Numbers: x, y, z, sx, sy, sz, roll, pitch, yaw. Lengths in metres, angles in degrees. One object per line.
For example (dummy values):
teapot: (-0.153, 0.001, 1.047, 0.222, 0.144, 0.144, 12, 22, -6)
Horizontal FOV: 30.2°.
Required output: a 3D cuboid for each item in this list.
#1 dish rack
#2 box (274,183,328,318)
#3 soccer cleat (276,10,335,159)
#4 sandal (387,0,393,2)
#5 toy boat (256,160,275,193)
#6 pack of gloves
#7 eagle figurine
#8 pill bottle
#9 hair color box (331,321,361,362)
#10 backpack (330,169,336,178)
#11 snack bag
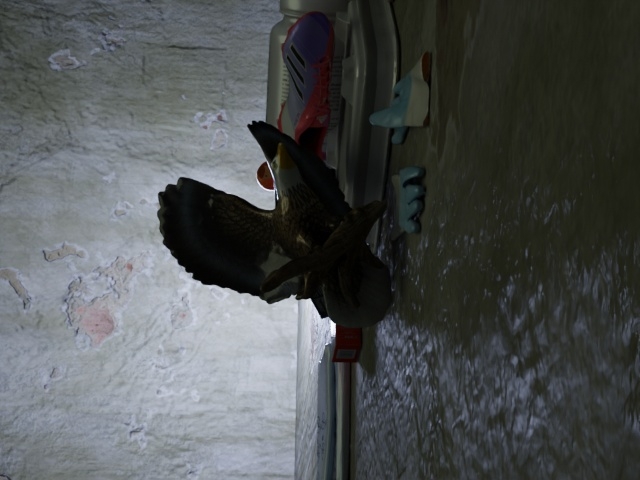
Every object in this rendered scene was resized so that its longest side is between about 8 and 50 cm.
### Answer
dish rack: (0.054, -0.177, 1.694, 0.285, 0.072, 0.332, -95, 7, -55)
box: (0.000, 0.000, 1.785, 0.147, 0.078, 0.180, -93, -20, -51)
soccer cleat: (-0.011, -0.217, 1.701, 0.095, 0.083, 0.248, 55, 151, 30)
sandal: (0.068, -0.407, 1.528, 0.240, 0.079, 0.088, 99, 172, -59)
toy boat: (-0.058, -0.116, 2.265, 0.151, 0.151, 0.231, -39, -45, -42)
pack of gloves: (0.084, -0.102, 1.374, 0.232, 0.046, 0.195, 153, 120, -86)
eagle figurine: (-0.041, -0.029, 1.514, 0.298, 0.226, 0.225, 20, 98, 55)
pill bottle: (-0.004, -0.267, 1.901, 0.160, 0.160, 0.283, -100, 13, -72)
hair color box: (0.040, 0.115, 1.876, 0.072, 0.043, 0.141, 100, 171, -61)
backpack: (-0.005, -0.054, 2.112, 0.158, 0.117, 0.173, -93, 4, -61)
snack bag: (0.020, 0.328, 2.094, 0.342, 0.037, 0.323, 106, 166, -73)
